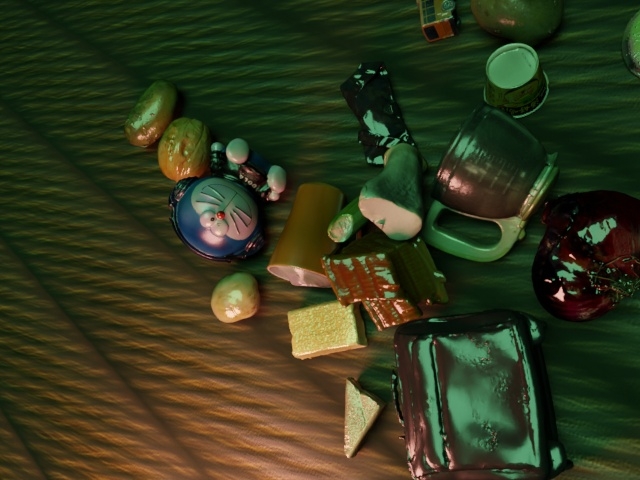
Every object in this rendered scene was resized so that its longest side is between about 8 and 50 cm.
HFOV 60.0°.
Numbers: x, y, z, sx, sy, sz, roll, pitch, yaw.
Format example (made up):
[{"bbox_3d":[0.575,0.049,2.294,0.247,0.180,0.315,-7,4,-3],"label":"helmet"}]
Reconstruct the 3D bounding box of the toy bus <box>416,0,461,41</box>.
[{"bbox_3d":[0.306,-0.628,1.456,0.103,0.091,0.182,-9,74,24],"label":"toy bus"}]

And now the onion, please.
[{"bbox_3d":[0.534,0.033,1.098,0.281,0.221,0.280,-31,49,45],"label":"onion"}]

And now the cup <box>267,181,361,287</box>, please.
[{"bbox_3d":[0.000,0.000,1.411,0.226,0.182,0.263,15,74,-4],"label":"cup"}]

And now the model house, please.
[{"bbox_3d":[0.131,0.088,1.256,0.229,0.220,0.199,-22,97,-21],"label":"model house"}]

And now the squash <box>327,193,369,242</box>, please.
[{"bbox_3d":[0.103,-0.075,1.366,0.069,0.069,0.239,33,59,30],"label":"squash"}]

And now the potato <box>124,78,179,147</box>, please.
[{"bbox_3d":[-0.546,-0.416,1.814,0.149,0.113,0.251,28,81,37],"label":"potato"}]

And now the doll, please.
[{"bbox_3d":[-0.260,-0.096,1.519,0.309,0.284,0.240,-64,14,-17],"label":"doll"}]

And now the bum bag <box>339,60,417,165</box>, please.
[{"bbox_3d":[0.147,-0.332,1.463,0.137,0.074,0.309,-20,74,8],"label":"bum bag"}]

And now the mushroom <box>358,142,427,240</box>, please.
[{"bbox_3d":[0.177,-0.130,1.272,0.122,0.159,0.328,-17,29,26],"label":"mushroom"}]

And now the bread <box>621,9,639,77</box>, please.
[{"bbox_3d":[0.779,-0.442,1.202,0.229,0.033,0.228,-8,73,26],"label":"bread"}]

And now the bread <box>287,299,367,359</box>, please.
[{"bbox_3d":[0.017,0.220,1.383,0.189,0.068,0.125,-16,70,21],"label":"bread"}]

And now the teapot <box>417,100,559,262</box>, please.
[{"bbox_3d":[0.368,-0.115,1.210,0.239,0.239,0.321,32,86,16],"label":"teapot"}]

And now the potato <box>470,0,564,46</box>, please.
[{"bbox_3d":[0.470,-0.570,1.327,0.235,0.160,0.178,53,127,13],"label":"potato"}]

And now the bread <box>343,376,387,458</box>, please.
[{"bbox_3d":[0.075,0.413,1.294,0.105,0.077,0.152,31,88,26],"label":"bread"}]

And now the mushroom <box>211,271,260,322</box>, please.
[{"bbox_3d":[-0.228,0.153,1.497,0.148,0.112,0.148,-8,71,23],"label":"mushroom"}]

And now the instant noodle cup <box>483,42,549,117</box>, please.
[{"bbox_3d":[0.452,-0.377,1.296,0.152,0.122,0.151,-6,76,24],"label":"instant noodle cup"}]

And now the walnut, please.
[{"bbox_3d":[-0.409,-0.274,1.682,0.159,0.159,0.206,6,78,28],"label":"walnut"}]

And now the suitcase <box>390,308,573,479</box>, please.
[{"bbox_3d":[0.316,0.327,1.154,0.340,0.188,0.345,-14,72,29],"label":"suitcase"}]
